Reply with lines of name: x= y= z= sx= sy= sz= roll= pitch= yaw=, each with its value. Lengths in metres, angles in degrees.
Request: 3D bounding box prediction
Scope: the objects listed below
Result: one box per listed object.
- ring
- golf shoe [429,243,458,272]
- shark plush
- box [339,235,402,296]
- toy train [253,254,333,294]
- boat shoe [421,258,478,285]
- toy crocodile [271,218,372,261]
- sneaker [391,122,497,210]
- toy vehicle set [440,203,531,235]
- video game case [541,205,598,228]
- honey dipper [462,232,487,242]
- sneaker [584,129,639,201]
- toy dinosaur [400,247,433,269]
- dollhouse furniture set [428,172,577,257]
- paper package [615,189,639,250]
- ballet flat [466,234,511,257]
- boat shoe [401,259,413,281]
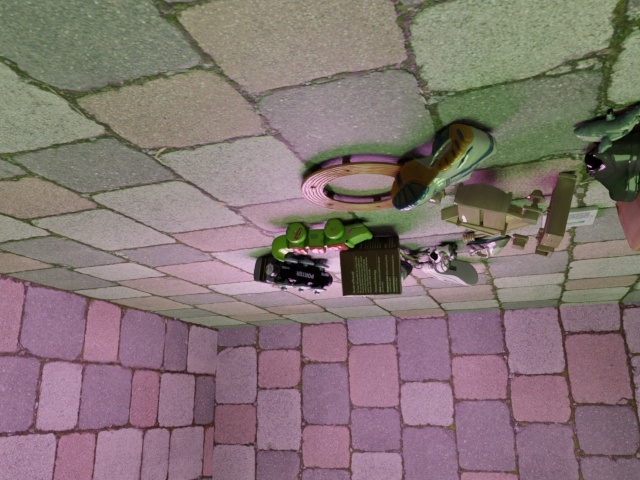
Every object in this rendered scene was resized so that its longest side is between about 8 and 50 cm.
ring: x=0.115 y=-0.146 z=1.513 sx=0.336 sy=0.032 sz=0.336 roll=-1 pitch=164 yaw=0
golf shoe: x=0.454 y=0.062 z=2.153 sx=0.093 sy=0.077 sz=0.198 roll=4 pitch=153 yaw=-1
shark plush: x=0.611 y=-0.242 z=1.176 sx=0.067 sy=0.073 sz=0.161 roll=37 pitch=156 yaw=-14
box: x=0.176 y=0.086 z=1.952 sx=0.203 sy=0.167 sz=0.168 roll=-3 pitch=-165 yaw=9
toy train: x=-0.108 y=0.137 z=2.287 sx=0.333 sy=0.142 sz=0.190 roll=13 pitch=171 yaw=-43
boat shoe: x=0.533 y=0.132 z=2.342 sx=0.267 sy=0.096 sz=0.088 roll=11 pitch=164 yaw=-30
toy crocodile: x=0.000 y=0.000 z=1.862 sx=0.340 sy=0.105 sz=0.115 roll=-6 pitch=163 yaw=15
sneaker: x=0.284 y=-0.151 z=1.319 sx=0.130 sy=0.112 sz=0.296 roll=3 pitch=155 yaw=-30
toy vehicle set: x=0.523 y=-0.072 z=1.759 sx=0.266 sy=0.035 sz=0.166 roll=13 pitch=159 yaw=-37
video game case: x=0.787 y=-0.071 z=1.802 sx=0.157 sy=0.019 sz=0.143 roll=-6 pitch=162 yaw=18
honey dipper: x=0.570 y=-0.022 z=1.947 sx=0.160 sy=0.031 sz=0.030 roll=-12 pitch=160 yaw=22
sneaker: x=0.695 y=-0.177 z=1.344 sx=0.130 sy=0.109 sz=0.286 roll=3 pitch=159 yaw=23
toy dinosaur: x=0.369 y=0.069 z=2.188 sx=0.118 sy=0.064 sz=0.268 roll=0 pitch=161 yaw=22
dollhouse furniture set: x=0.492 y=-0.109 z=1.566 sx=0.355 sy=0.174 sz=0.303 roll=14 pitch=167 yaw=18
paper package: x=0.939 y=-0.111 z=1.385 sx=0.309 sy=0.168 sz=0.325 roll=-11 pitch=161 yaw=10
ballet flat: x=0.588 y=0.023 z=1.965 sx=0.072 sy=0.068 sz=0.213 roll=-15 pitch=180 yaw=-23
boat shoe: x=0.223 y=0.106 z=2.233 sx=0.301 sy=0.108 sz=0.102 roll=0 pitch=-156 yaw=43
